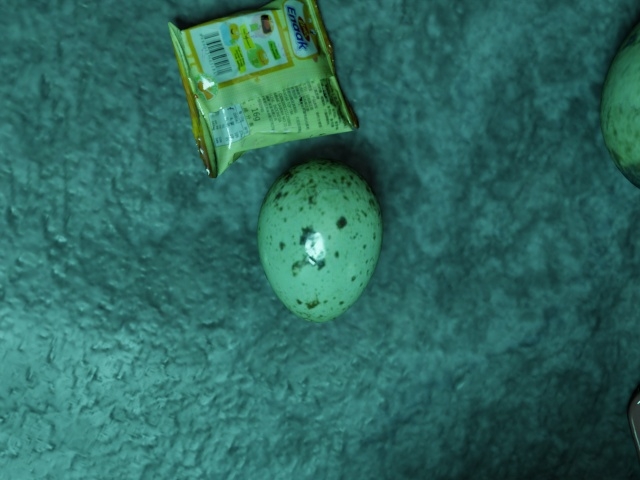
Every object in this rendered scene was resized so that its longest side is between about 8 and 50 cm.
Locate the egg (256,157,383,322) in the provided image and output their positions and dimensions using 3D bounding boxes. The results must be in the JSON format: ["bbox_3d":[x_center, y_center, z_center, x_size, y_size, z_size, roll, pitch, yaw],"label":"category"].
[{"bbox_3d":[0.000,0.000,0.704,0.085,0.085,0.110,-5,101,-15],"label":"egg"}]

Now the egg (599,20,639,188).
[{"bbox_3d":[0.279,-0.109,0.751,0.141,0.141,0.181,35,72,-14],"label":"egg"}]

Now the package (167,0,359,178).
[{"bbox_3d":[-0.040,-0.110,0.719,0.121,0.031,0.108,-20,97,-20],"label":"package"}]

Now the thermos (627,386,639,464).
[{"bbox_3d":[0.325,0.167,0.798,0.109,0.136,0.330,-20,97,-42],"label":"thermos"}]
